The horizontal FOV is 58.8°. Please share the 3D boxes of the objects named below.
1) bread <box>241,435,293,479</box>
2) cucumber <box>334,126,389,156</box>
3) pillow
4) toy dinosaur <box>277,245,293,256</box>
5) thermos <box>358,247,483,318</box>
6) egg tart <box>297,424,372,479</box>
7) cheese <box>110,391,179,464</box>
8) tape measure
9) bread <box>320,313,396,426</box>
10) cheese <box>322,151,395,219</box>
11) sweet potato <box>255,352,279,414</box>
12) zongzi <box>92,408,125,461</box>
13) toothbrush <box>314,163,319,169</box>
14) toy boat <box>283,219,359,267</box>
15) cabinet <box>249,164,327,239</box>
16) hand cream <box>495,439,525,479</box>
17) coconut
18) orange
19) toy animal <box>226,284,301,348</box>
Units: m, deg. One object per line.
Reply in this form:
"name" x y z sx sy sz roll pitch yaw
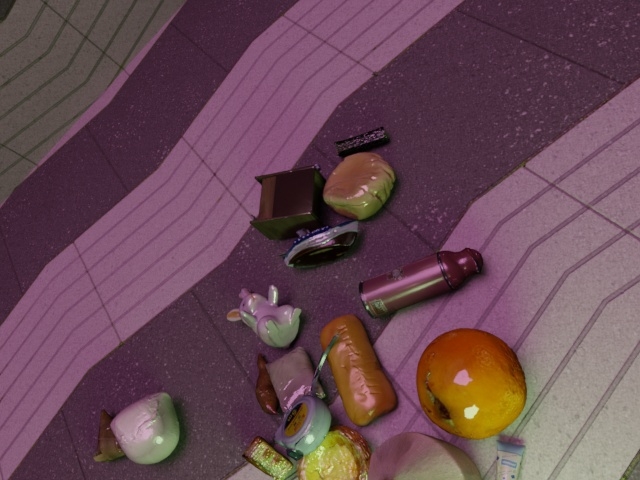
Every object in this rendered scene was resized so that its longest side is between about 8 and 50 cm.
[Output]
"bread" -0.139 0.584 1.512 0.128 0.140 0.069 39 67 -2
"cucumber" 0.134 -0.320 1.858 0.187 0.058 0.058 -13 60 27
"pillow" -0.072 0.397 1.601 0.134 0.078 0.181 -36 50 7
"toy dinosaur" -0.085 0.032 1.836 0.120 0.029 0.060 -21 41 28
"thermos" 0.278 0.104 1.528 0.330 0.136 0.109 -23 83 20
"egg tart" 0.045 0.573 1.427 0.213 0.090 0.212 -16 57 26
"cheese" -0.524 0.584 1.733 0.198 0.154 0.189 -33 52 -1
"tape measure" 0.005 0.402 1.463 0.330 0.084 0.164 -56 27 -10
"bread" 0.089 0.340 1.524 0.142 0.091 0.305 -31 54 8
"cheese" 0.117 -0.177 1.759 0.226 0.117 0.214 19 71 42
"sweet potato" -0.161 0.428 1.652 0.068 0.068 0.226 -36 42 11
"zongzi" -0.657 0.619 1.852 0.160 0.078 0.176 -20 53 16
"toothbrush" -0.104 -0.166 1.948 0.269 0.021 0.027 -43 46 7
"toy boat" 0.000 0.000 1.739 0.262 0.114 0.115 -18 53 22
"cabinet" -0.093 -0.116 1.828 0.215 0.148 0.174 -8 63 22
"hand cream" 0.410 0.533 1.252 0.065 0.043 0.170 3 63 27
"coconut" 0.215 0.538 1.227 0.237 0.266 0.237 -13 67 32
"orange" 0.332 0.320 1.281 0.246 0.246 0.246 -14 59 25
"toy animal" -0.189 0.213 1.725 0.140 0.138 0.282 -32 48 -32
